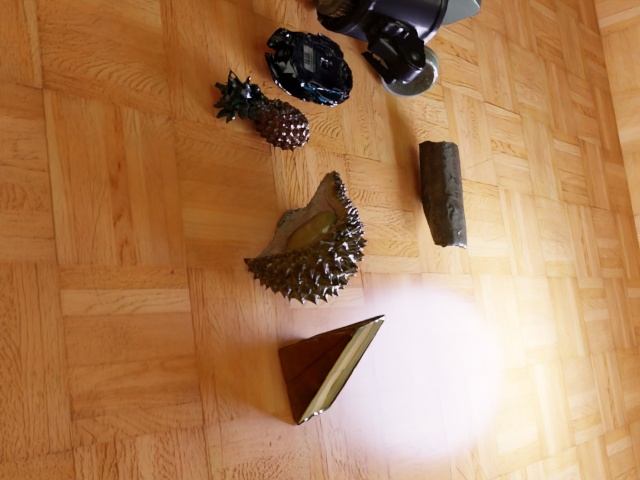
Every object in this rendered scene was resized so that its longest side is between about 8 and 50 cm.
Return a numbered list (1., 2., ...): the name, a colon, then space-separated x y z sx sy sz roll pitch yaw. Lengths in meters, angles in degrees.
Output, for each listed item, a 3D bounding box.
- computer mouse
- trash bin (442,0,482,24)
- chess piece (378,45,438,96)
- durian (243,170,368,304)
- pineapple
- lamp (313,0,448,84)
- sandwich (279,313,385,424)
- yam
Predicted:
1. computer mouse: -0.027 -0.331 1.706 0.242 0.077 0.146 18 65 -47
2. trash bin: 0.349 -0.771 2.302 0.223 0.158 0.343 42 49 -39
3. chess piece: 0.199 -0.476 2.044 0.139 0.139 0.271 38 40 -42
4. durian: 0.000 0.000 1.603 0.172 0.166 0.306 85 27 -47
5. pineapple: -0.096 -0.221 1.570 0.221 0.083 0.103 27 57 -44
6. lamp: 0.121 -0.524 1.827 0.272 0.205 0.374 27 50 -23
7. sandwich: 0.037 0.225 1.527 0.117 0.187 0.144 -16 87 -54
8. yam: 0.288 -0.104 2.045 0.106 0.106 0.259 11 73 -52
